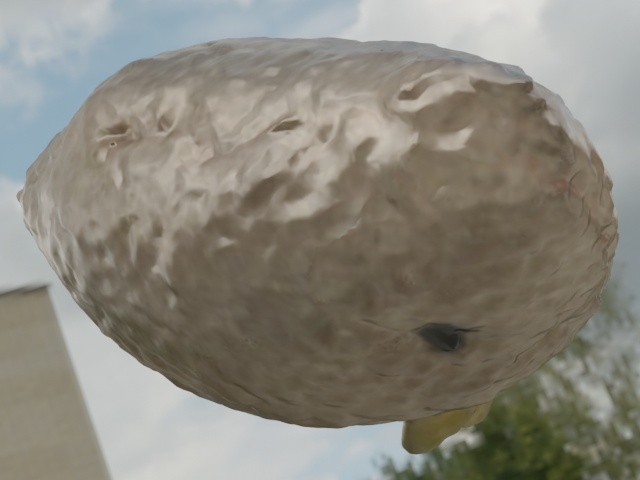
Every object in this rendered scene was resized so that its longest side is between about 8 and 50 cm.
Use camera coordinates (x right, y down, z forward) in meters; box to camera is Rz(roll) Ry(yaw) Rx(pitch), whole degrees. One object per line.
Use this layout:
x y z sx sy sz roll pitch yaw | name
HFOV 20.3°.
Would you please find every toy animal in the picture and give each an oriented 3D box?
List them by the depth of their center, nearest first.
-0.005 0.000 0.887 0.358 0.188 0.226 7 -20 40 | toy animal
